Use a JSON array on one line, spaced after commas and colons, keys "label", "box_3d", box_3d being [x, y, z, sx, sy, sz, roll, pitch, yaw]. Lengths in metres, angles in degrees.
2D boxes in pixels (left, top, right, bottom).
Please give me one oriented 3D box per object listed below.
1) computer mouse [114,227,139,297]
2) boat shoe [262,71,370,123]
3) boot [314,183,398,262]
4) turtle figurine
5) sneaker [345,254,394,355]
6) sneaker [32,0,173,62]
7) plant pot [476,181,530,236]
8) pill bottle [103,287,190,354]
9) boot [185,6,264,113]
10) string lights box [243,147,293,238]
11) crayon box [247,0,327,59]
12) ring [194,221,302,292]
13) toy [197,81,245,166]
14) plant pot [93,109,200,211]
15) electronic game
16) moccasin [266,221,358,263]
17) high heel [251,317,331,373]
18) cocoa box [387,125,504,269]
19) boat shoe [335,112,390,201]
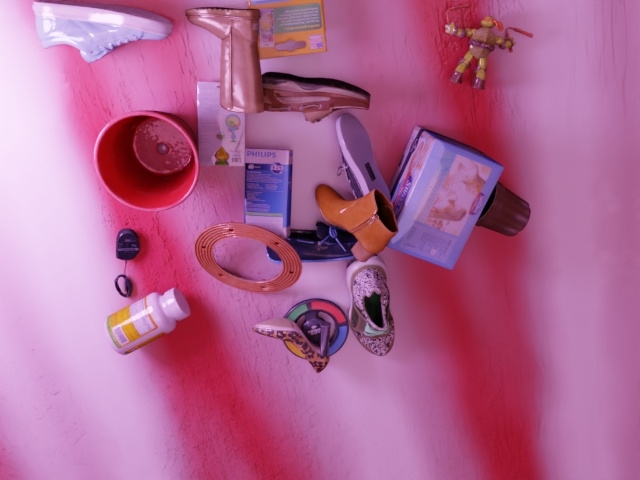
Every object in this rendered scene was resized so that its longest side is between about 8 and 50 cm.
[{"label": "computer mouse", "box_3d": [-0.608, 0.068, 1.940, 0.071, 0.041, 0.242, 1, 116, -24]}, {"label": "boat shoe", "box_3d": [-0.020, -0.405, 1.792, 0.323, 0.123, 0.120, 8, 114, -1]}, {"label": "boot", "box_3d": [0.110, -0.097, 1.814, 0.104, 0.295, 0.211, -20, 160, -35]}, {"label": "turtle figurine", "box_3d": [0.473, -0.552, 1.799, 0.269, 0.087, 0.218, 12, 108, -11]}, {"label": "sneaker", "box_3d": [0.166, 0.249, 1.990, 0.157, 0.182, 0.411, -13, 126, 2]}, {"label": "sneaker", "box_3d": [-0.577, -0.553, 1.672, 0.365, 0.135, 0.150, 7, 117, 0]}, {"label": "plant pot", "box_3d": [0.553, -0.098, 1.944, 0.165, 0.167, 0.167, 24, 106, -21]}, {"label": "pill bottle", "box_3d": [-0.542, 0.248, 1.955, 0.245, 0.136, 0.136, -28, 111, 4]}, {"label": "boot", "box_3d": [-0.265, -0.494, 1.701, 0.236, 0.089, 0.270, 13, 115, 25]}, {"label": "string lights box", "box_3d": [-0.155, -0.142, 1.848, 0.133, 0.077, 0.260, 4, 99, 7]}, {"label": "crayon box", "box_3d": [-0.100, -0.672, 1.695, 0.203, 0.083, 0.323, -8, 110, -3]}, {"label": "ring", "box_3d": [-0.219, 0.052, 1.894, 0.336, 0.032, 0.337, 7, 141, 6]}, {"label": "toy", "box_3d": [-0.286, -0.337, 1.808, 0.136, 0.056, 0.238, 2, 101, -1]}, {"label": "plant pot", "box_3d": [-0.457, -0.240, 1.723, 0.274, 0.243, 0.275, -1, 110, -3]}, {"label": "electronic game", "box_3d": [-0.018, 0.299, 2.079, 0.229, 0.048, 0.230, -2, 110, -5]}, {"label": "moccasin", "box_3d": [0.000, 0.000, 1.926, 0.341, 0.138, 0.117, -6, 106, -5]}, {"label": "high heel", "box_3d": [-0.097, 0.351, 2.025, 0.261, 0.093, 0.186, 3, 110, -5]}, {"label": "cocoa box", "box_3d": [0.342, -0.131, 1.864, 0.231, 0.228, 0.347, 19, 107, -13]}, {"label": "boat shoe", "box_3d": [0.107, -0.227, 1.866, 0.113, 0.104, 0.306, -38, 106, -38]}]
